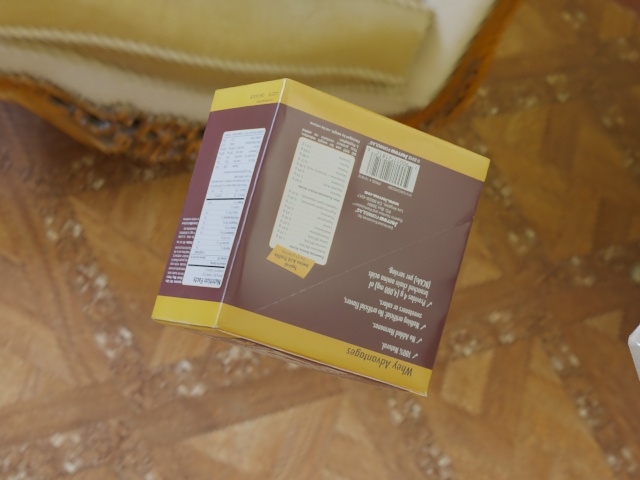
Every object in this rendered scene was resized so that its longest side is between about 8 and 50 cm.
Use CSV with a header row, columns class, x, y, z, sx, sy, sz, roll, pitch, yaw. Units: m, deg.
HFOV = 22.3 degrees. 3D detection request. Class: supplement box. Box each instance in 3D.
class,x,y,z,sx,sy,sz,roll,pitch,yaw
supplement box,0.000,0.000,1.271,0.191,0.129,0.194,19,82,-26

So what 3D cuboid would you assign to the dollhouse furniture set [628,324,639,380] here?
class,x,y,z,sx,sy,sz,roll,pitch,yaw
dollhouse furniture set,0.336,0.056,0.753,0.303,0.286,0.198,-43,43,-20
